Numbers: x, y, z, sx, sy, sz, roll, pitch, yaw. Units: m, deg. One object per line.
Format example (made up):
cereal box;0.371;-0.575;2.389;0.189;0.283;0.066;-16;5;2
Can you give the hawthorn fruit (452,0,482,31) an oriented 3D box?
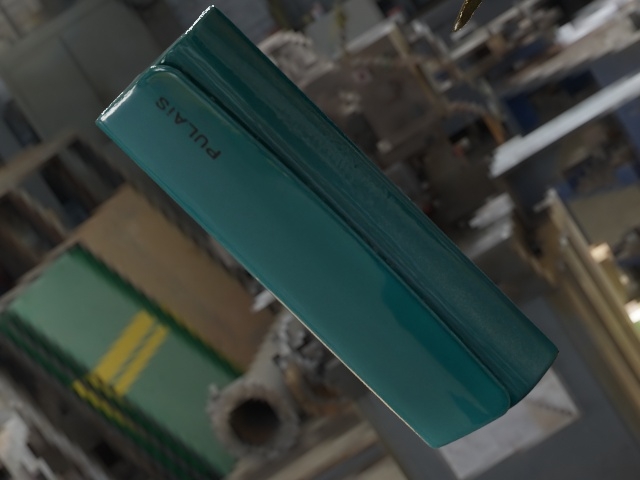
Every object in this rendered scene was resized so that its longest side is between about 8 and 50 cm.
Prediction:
hawthorn fruit;0.135;-0.249;1.098;0.189;0.251;0.189;11;18;-4

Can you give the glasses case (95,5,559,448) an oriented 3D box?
glasses case;0.000;0.000;1.049;0.070;0.301;0.117;-50;10;-35
